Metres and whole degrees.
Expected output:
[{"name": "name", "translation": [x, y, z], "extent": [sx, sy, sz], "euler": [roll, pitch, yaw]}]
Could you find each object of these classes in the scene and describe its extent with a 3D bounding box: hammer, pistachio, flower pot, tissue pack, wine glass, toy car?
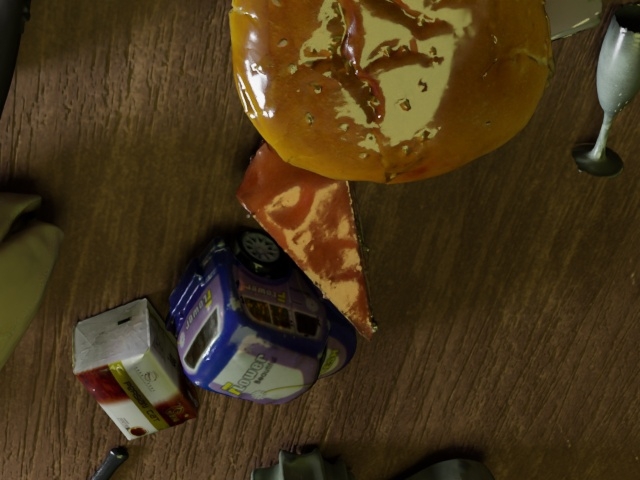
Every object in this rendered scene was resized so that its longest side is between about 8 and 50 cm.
[{"name": "hammer", "translation": [-0.343, 0.370, 1.859], "extent": [0.103, 0.029, 0.246], "euler": [18, 126, -27]}, {"name": "pistachio", "translation": [-0.419, 0.074, 1.451], "extent": [0.332, 0.208, 0.226], "euler": [-45, 171, 11]}, {"name": "flower pot", "translation": [0.065, 0.430, 1.901], "extent": [0.368, 0.164, 0.254], "euler": [4, 127, -13]}, {"name": "tissue pack", "translation": [-0.228, 0.163, 1.631], "extent": [0.106, 0.099, 0.148], "euler": [-20, 134, 9]}, {"name": "wine glass", "translation": [0.328, -0.163, 1.451], "extent": [0.066, 0.066, 0.198], "euler": [-2, 134, -9]}, {"name": "toy car", "translation": [-0.057, 0.110, 1.571], "extent": [0.235, 0.158, 0.172], "euler": [15, 128, -26]}]

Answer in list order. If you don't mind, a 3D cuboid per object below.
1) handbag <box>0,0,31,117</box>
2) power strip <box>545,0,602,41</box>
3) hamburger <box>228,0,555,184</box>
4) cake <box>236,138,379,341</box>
[{"name": "handbag", "translation": [-0.419, -0.197, 1.202], "extent": [0.285, 0.113, 0.257], "euler": [12, 149, -20]}, {"name": "power strip", "translation": [0.162, -0.235, 1.367], "extent": [0.279, 0.037, 0.109], "euler": [-18, 133, 7]}, {"name": "hamburger", "translation": [0.068, -0.198, 1.255], "extent": [0.314, 0.170, 0.289], "euler": [-6, 114, 2]}, {"name": "cake", "translation": [-0.001, -0.002, 1.487], "extent": [0.135, 0.098, 0.287], "euler": [-23, 115, -2]}]
